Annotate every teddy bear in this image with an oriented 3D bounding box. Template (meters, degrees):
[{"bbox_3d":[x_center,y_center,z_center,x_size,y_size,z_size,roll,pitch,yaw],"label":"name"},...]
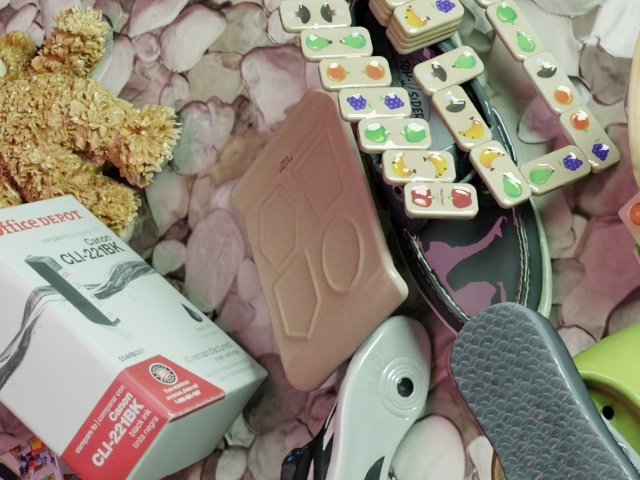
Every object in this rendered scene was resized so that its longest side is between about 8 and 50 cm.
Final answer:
[{"bbox_3d":[-0.281,-0.113,1.885,0.245,0.113,0.338,-52,57,21],"label":"teddy bear"}]

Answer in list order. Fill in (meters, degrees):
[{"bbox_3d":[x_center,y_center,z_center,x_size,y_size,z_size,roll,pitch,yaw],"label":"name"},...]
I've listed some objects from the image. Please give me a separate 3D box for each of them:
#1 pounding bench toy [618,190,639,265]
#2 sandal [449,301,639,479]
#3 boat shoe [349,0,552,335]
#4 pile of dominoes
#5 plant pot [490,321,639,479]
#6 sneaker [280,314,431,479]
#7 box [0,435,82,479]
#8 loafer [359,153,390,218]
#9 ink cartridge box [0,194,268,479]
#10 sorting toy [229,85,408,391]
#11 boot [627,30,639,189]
[{"bbox_3d":[0.264,-0.007,1.442,0.083,0.065,0.052,-47,59,27],"label":"pounding bench toy"},{"bbox_3d":[0.159,0.150,1.145,0.097,0.054,0.254,-33,56,25],"label":"sandal"},{"bbox_3d":[0.098,-0.069,1.544,0.127,0.113,0.340,-17,71,17],"label":"boat shoe"},{"bbox_3d":[0.104,-0.137,1.498,0.251,0.196,0.040,58,156,20],"label":"pile of dominoes"},{"bbox_3d":[0.255,0.159,1.282,0.275,0.293,0.274,-6,81,40],"label":"plant pot"},{"bbox_3d":[0.018,0.166,1.624,0.121,0.079,0.217,-2,66,62],"label":"sneaker"},{"bbox_3d":[-0.293,0.264,1.731,0.207,0.036,0.114,-31,66,34],"label":"box"},{"bbox_3d":[0.024,-0.051,1.659,0.148,0.050,0.056,6,89,40],"label":"loafer"},{"bbox_3d":[-0.213,0.091,1.698,0.273,0.197,0.114,40,111,14],"label":"ink cartridge box"},{"bbox_3d":[0.000,0.000,1.608,0.193,0.038,0.208,-49,53,47],"label":"sorting toy"},{"bbox_3d":[0.358,-0.143,1.343,0.220,0.109,0.283,15,74,35],"label":"boot"}]
